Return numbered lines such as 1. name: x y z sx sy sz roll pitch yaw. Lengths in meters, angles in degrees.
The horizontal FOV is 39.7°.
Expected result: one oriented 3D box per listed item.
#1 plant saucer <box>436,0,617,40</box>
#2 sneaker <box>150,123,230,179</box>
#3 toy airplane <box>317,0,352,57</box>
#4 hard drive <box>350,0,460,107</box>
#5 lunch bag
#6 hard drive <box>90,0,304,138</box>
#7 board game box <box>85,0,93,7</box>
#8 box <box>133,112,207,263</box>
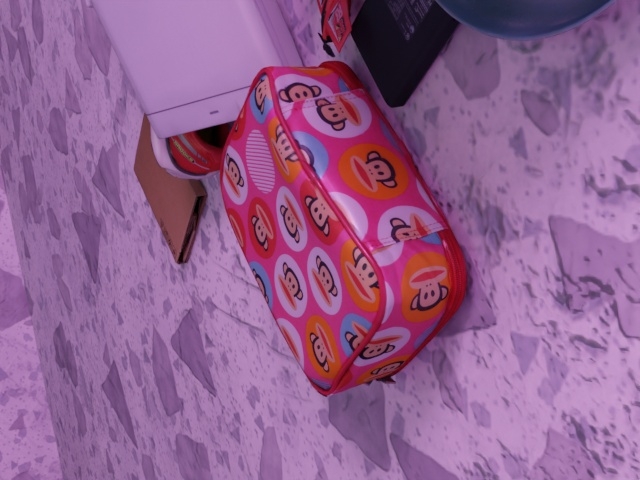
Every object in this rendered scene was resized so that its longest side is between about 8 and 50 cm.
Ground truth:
1. plant saucer: 0.146 -0.295 0.585 0.317 0.043 0.318 32 128 53
2. sneaker: -0.162 -0.219 1.128 0.118 0.107 0.279 -10 95 42
3. toy airplane: 0.021 -0.244 0.828 0.151 0.028 0.151 -178 90 -74
4. hard drive: 0.074 -0.193 0.769 0.094 0.022 0.135 66 148 21
5. lunch bag: 0.000 0.000 0.872 0.293 0.120 0.258 63 148 24
6. hard drive: -0.168 -0.292 0.950 0.233 0.047 0.353 -6 115 41
7. board game box: -0.248 -0.549 1.058 0.390 0.050 0.390 -57 43 46
8. box: -0.232 -0.090 1.348 0.201 0.021 0.164 61 147 28
